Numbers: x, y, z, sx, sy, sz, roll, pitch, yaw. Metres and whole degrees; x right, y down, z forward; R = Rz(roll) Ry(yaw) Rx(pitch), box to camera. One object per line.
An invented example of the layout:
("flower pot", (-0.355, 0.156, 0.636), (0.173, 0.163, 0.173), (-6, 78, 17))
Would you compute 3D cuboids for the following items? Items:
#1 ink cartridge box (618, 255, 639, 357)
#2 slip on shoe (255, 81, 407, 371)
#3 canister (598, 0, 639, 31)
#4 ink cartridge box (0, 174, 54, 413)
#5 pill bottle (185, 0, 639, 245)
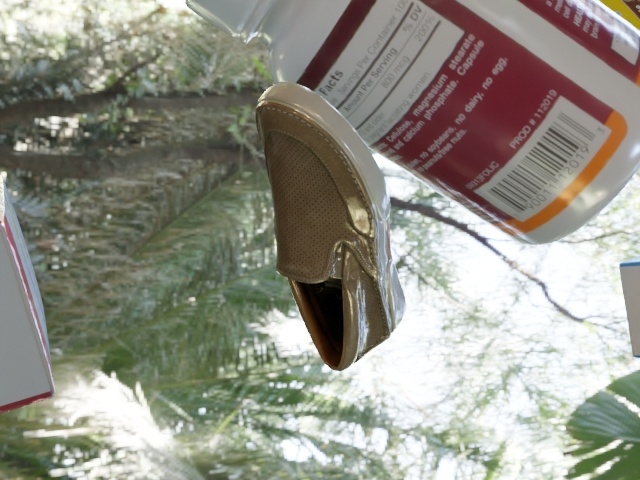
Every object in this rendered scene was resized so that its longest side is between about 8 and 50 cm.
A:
("ink cartridge box", (0.351, 0.046, 0.739), (0.092, 0.143, 0.089), (-8, -85, 49))
("slip on shoe", (0.000, 0.000, 0.338), (0.051, 0.041, 0.135), (22, -35, 35))
("canister", (0.335, -0.240, 0.948), (0.126, 0.170, 0.073), (55, -24, 19))
("ink cartridge box", (-0.271, 0.040, 0.580), (0.176, 0.128, 0.127), (-142, -141, -65))
("pill bottle", (0.093, -0.183, 0.739), (0.224, 0.392, 0.224), (-55, -169, 17))
